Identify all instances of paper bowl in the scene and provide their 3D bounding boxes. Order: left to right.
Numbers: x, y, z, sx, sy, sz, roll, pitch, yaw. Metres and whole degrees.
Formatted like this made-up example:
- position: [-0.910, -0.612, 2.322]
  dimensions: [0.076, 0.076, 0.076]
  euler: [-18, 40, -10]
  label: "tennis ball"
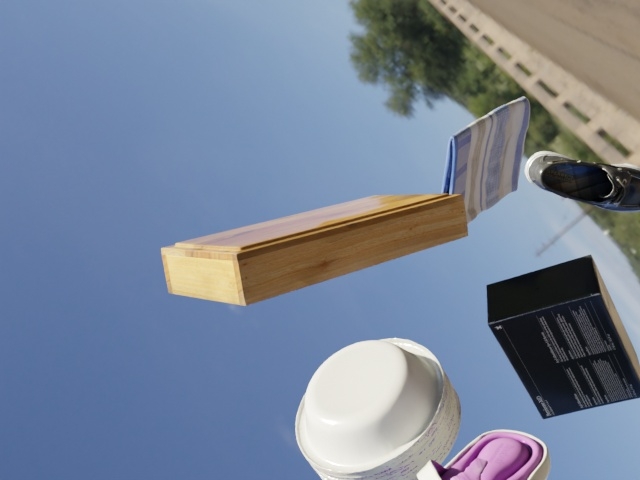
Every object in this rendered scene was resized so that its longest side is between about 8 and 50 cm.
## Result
- position: [0.088, 0.287, 1.399]
  dimensions: [0.148, 0.284, 0.284]
  euler: [59, -172, -32]
  label: "paper bowl"

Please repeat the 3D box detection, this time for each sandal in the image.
- position: [0.193, 0.327, 1.063]
  dimensions: [0.416, 0.169, 0.102]
  euler: [-26, -66, -62]
  label: "sandal"

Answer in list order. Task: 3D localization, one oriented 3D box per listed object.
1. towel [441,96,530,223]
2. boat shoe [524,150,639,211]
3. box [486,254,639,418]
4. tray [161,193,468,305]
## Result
- position: [0.313, -0.141, 1.529]
  dimensions: [0.034, 0.209, 0.285]
  euler: [23, -145, 32]
  label: "towel"
- position: [0.433, -0.088, 1.256]
  dimensions: [0.228, 0.080, 0.076]
  euler: [15, -162, -7]
  label: "boat shoe"
- position: [0.412, 0.168, 1.359]
  dimensions: [0.261, 0.184, 0.103]
  euler: [56, -155, -31]
  label: "box"
- position: [0.000, 0.000, 1.184]
  dimensions: [0.410, 0.202, 0.076]
  euler: [-16, -79, -36]
  label: "tray"
